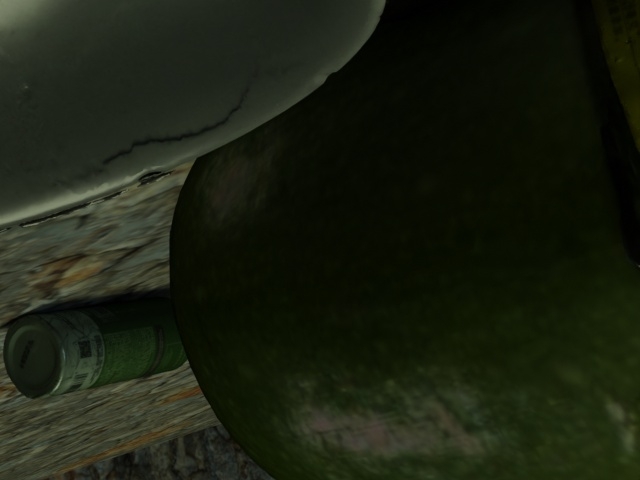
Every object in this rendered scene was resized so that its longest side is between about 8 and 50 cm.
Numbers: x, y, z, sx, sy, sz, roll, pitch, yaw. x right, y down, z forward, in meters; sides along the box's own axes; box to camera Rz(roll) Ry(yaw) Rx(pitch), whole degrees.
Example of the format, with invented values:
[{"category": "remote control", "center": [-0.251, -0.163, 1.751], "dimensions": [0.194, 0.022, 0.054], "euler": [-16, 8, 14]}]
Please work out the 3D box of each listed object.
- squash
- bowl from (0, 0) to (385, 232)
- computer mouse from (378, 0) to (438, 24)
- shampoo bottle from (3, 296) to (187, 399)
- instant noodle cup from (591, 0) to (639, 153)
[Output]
[{"category": "squash", "center": [0.080, 0.030, 0.623], "dimensions": [0.309, 0.310, 0.310], "euler": [-25, 170, 39]}, {"category": "bowl", "center": [-0.086, -0.063, 0.365], "dimensions": [0.189, 0.086, 0.189], "euler": [-19, 170, -4]}, {"category": "computer mouse", "center": [0.016, -0.102, 0.462], "dimensions": [0.079, 0.047, 0.135], "euler": [4, 167, -41]}, {"category": "shampoo bottle", "center": [-0.149, 0.075, 1.153], "dimensions": [0.065, 0.065, 0.204], "euler": [-25, 170, 31]}, {"category": "instant noodle cup", "center": [0.209, -0.084, 0.415], "dimensions": [0.200, 0.264, 0.264], "euler": [-18, 175, 40]}]
